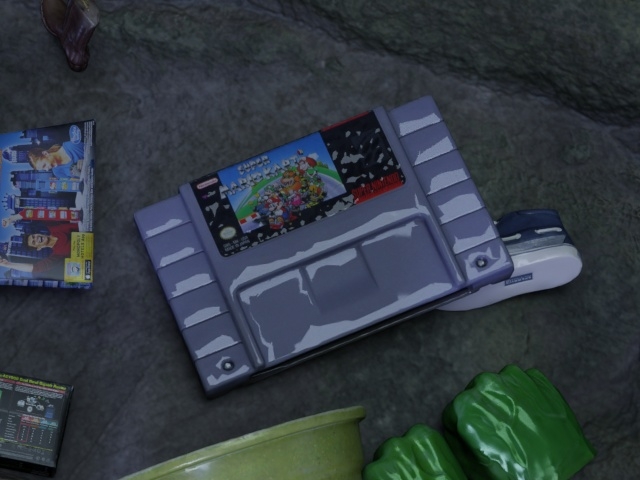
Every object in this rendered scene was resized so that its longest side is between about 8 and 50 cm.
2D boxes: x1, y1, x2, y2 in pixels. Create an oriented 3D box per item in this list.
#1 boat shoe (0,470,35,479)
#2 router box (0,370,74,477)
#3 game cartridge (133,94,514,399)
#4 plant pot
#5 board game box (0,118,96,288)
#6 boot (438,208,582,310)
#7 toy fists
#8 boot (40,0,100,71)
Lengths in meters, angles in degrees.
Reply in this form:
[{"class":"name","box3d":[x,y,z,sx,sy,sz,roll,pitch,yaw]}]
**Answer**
[{"class":"boat shoe","box3d":[-0.409,0.282,1.872,0.355,0.132,0.130,6,88,-13]},{"class":"router box","box3d":[-0.321,0.183,1.967,0.122,0.038,0.092,12,64,-6]},{"class":"game cartridge","box3d":[0.000,0.000,2.065,0.355,0.068,0.230,-22,75,-6]},{"class":"plant pot","box3d":[-0.049,0.321,1.855,0.276,0.276,0.254,-16,81,-17]},{"class":"board game box","box3d":[-0.338,-0.037,2.054,0.194,0.060,0.194,3,65,-9]},{"class":"boot","box3d":[0.188,0.019,2.138,0.190,0.069,0.086,-9,46,-11]},{"class":"toy fists","box3d":[0.150,0.235,2.007,0.279,0.096,0.142,-32,85,-24]},{"class":"boot","box3d":[-0.277,-0.256,2.136,0.037,0.114,0.106,-24,72,-20]}]
